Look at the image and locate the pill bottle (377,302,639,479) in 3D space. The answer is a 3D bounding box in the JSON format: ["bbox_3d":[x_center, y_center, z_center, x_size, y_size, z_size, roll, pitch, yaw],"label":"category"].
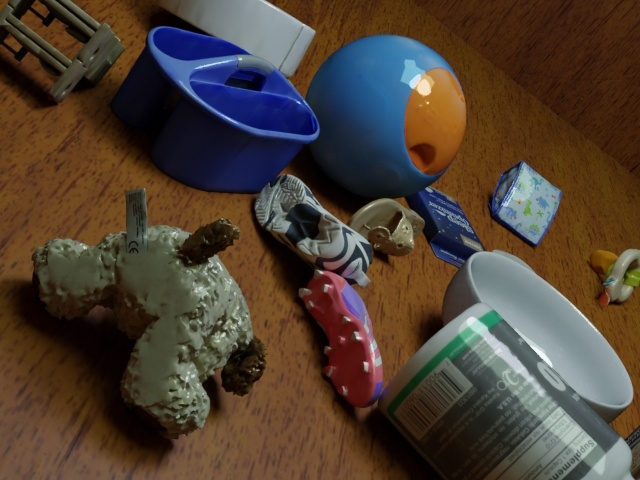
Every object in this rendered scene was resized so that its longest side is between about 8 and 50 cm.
[{"bbox_3d":[0.262,0.272,1.476,0.361,0.204,0.204,46,23,14],"label":"pill bottle"}]

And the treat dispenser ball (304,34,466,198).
[{"bbox_3d":[0.112,-0.216,2.030,0.288,0.288,0.288,33,24,-17],"label":"treat dispenser ball"}]

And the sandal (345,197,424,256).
[{"bbox_3d":[0.134,-0.011,1.947,0.079,0.088,0.240,43,17,23],"label":"sandal"}]

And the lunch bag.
[{"bbox_3d":[0.447,-0.075,2.548,0.129,0.096,0.151,34,52,-14],"label":"lunch bag"}]

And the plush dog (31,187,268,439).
[{"bbox_3d":[-0.154,0.066,1.267,0.262,0.210,0.225,46,0,14],"label":"plush dog"}]

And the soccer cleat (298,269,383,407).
[{"bbox_3d":[0.046,0.132,1.560,0.095,0.083,0.248,24,24,-34],"label":"soccer cleat"}]

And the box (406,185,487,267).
[{"bbox_3d":[0.242,-0.028,2.216,0.136,0.036,0.225,24,29,-34],"label":"box"}]

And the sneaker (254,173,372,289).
[{"bbox_3d":[0.000,0.000,1.733,0.235,0.094,0.153,32,-13,50],"label":"sneaker"}]

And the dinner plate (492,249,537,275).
[{"bbox_3d":[0.402,0.065,2.318,0.141,0.017,0.141,32,24,-16],"label":"dinner plate"}]

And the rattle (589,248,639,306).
[{"bbox_3d":[0.631,0.075,2.592,0.143,0.130,0.200,39,47,25],"label":"rattle"}]

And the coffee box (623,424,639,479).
[{"bbox_3d":[0.529,0.368,1.795,0.098,0.141,0.246,41,21,3],"label":"coffee box"}]

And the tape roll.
[{"bbox_3d":[-0.152,-0.406,2.109,0.286,0.100,0.286,29,7,-4],"label":"tape roll"}]

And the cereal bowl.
[{"bbox_3d":[0.318,0.180,1.811,0.339,0.141,0.339,34,23,-17],"label":"cereal bowl"}]

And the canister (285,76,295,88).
[{"bbox_3d":[-0.120,-0.270,2.050,0.170,0.073,0.126,19,30,-44],"label":"canister"}]

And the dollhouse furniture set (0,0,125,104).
[{"bbox_3d":[-0.376,-0.277,1.638,0.129,0.129,0.184,38,-2,-3],"label":"dollhouse furniture set"}]

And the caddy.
[{"bbox_3d":[-0.147,-0.210,1.762,0.241,0.179,0.341,49,24,22],"label":"caddy"}]
